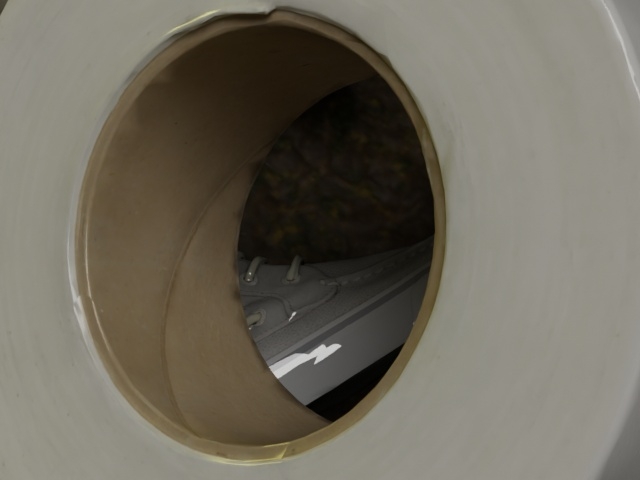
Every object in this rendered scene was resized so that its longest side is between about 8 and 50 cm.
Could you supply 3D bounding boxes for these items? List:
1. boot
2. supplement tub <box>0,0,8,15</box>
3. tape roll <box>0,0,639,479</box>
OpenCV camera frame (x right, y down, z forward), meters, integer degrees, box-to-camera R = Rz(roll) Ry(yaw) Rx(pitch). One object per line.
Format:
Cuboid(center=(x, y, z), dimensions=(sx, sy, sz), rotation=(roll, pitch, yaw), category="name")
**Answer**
Cuboid(center=(-0.036, 0.028, 0.656), dimensions=(0.258, 0.095, 0.123), rotation=(-29, 78, -22), category="boot")
Cuboid(center=(-0.120, -0.205, 0.690), dimensions=(0.316, 0.228, 0.228), rotation=(1, 62, -11), category="supplement tub")
Cuboid(center=(0.000, 0.000, 0.495), dimensions=(0.100, 0.286, 0.286), rotation=(8, 49, -57), category="tape roll")
